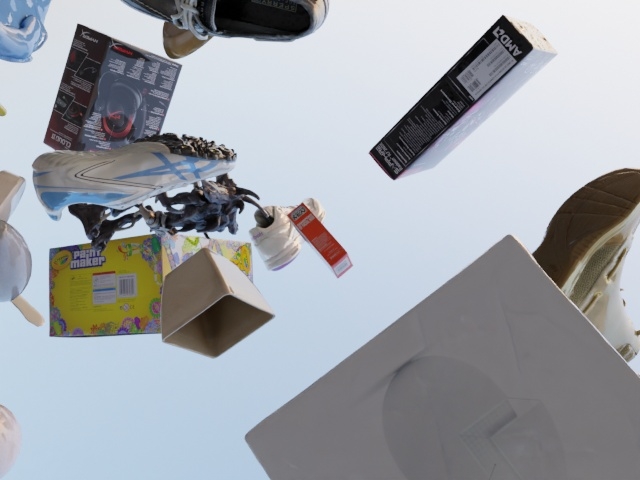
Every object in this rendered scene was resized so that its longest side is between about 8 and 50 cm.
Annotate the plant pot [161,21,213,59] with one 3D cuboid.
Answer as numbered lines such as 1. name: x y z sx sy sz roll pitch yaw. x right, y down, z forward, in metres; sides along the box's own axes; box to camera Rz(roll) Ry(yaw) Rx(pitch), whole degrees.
1. plant pot: -0.216 -0.438 1.096 0.236 0.032 0.237 -25 -134 30

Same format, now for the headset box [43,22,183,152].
1. headset box: -0.454 -0.287 1.305 0.110 0.218 0.294 27 -77 27

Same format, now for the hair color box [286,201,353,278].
1. hair color box: 0.000 0.000 1.366 0.053 0.093 0.167 -40 -113 -5

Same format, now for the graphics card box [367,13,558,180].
1. graphics card box: 0.291 -0.281 1.219 0.371 0.094 0.232 -45 167 32

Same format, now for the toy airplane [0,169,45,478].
1. toy airplane: -0.378 0.135 0.517 0.386 0.272 0.384 -49 -149 -1

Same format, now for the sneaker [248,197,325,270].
1. sneaker: -0.084 -0.054 1.553 0.114 0.152 0.305 -27 -163 34

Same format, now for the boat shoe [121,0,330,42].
1. boat shoe: -0.145 -0.316 0.782 0.306 0.113 0.105 16 -142 3

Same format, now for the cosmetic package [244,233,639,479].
1. cosmetic package: 0.112 0.162 0.408 0.224 0.138 0.225 -36 -111 0

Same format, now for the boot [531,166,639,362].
1. boot: 0.380 0.053 0.799 0.262 0.203 0.095 -51 -151 -10

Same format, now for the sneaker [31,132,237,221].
1. sneaker: -0.218 -0.078 0.723 0.237 0.086 0.085 -11 -150 -19

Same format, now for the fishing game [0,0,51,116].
1. fishing game: -0.266 -0.238 0.470 0.041 0.189 0.264 -2 -109 2

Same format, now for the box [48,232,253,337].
1. box: -0.329 0.095 1.191 0.289 0.279 0.177 -6 -97 26

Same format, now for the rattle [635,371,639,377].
1. rattle: 0.621 0.300 1.144 0.199 0.142 0.130 -23 -115 16

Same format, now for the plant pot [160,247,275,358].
1. plant pot: -0.142 0.075 0.774 0.109 0.109 0.096 -35 -125 12

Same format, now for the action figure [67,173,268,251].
1. action figure: -0.220 -0.067 0.880 0.275 0.164 0.141 -10 -111 5
